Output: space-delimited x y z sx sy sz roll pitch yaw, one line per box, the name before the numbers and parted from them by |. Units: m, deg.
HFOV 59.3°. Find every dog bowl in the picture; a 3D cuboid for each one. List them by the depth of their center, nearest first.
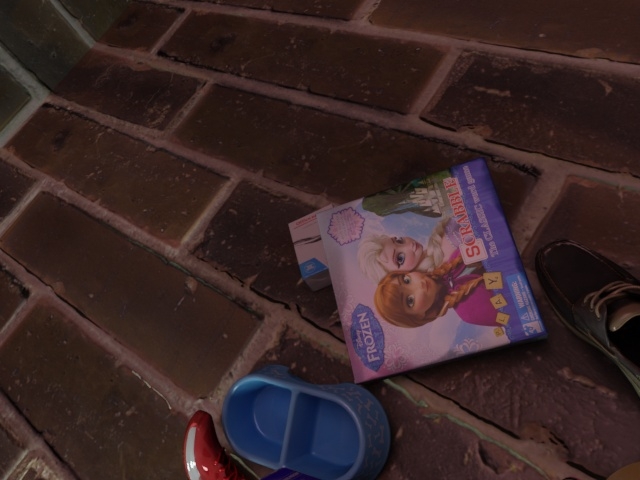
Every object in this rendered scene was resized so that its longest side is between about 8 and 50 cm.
dog bowl | -0.036 0.303 0.918 0.297 0.074 0.166 7 84 30

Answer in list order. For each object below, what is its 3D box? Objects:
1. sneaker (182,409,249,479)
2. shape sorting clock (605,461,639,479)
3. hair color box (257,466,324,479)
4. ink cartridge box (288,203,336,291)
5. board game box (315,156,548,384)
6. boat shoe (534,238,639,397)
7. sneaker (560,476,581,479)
sneaker | -0.140 0.377 0.907 0.128 0.221 0.087 -2 16 13
shape sorting clock | 0.442 0.382 0.696 0.206 0.040 0.206 -9 58 15
hair color box | 0.054 0.455 0.752 0.338 0.110 0.185 6 90 27
ink cartridge box | 0.000 0.000 1.136 0.104 0.060 0.180 -25 53 9
board game box | 0.177 0.054 0.966 0.317 0.066 0.319 -19 69 14
boat shoe | 0.449 0.112 0.808 0.132 0.130 0.355 -35 52 1
sneaker | 0.305 0.389 0.735 0.063 0.075 0.170 26 73 35
